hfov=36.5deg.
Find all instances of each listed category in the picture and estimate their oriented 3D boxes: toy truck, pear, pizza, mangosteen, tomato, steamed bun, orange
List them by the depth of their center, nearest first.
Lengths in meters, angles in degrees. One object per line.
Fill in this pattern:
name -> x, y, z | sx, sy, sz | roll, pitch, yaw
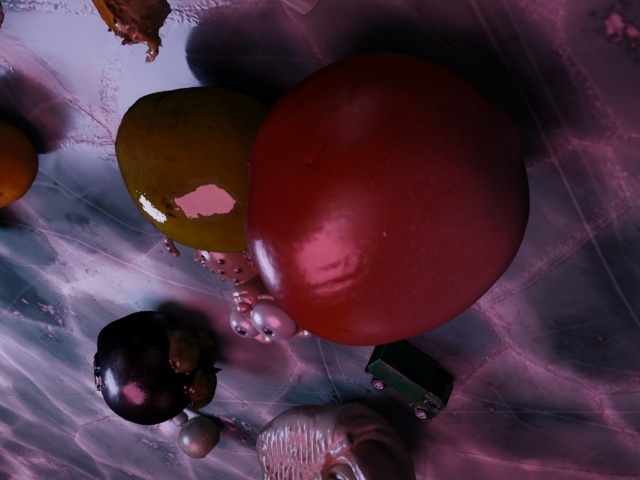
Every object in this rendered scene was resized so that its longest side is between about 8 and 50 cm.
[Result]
pizza -> -0.220, -0.288, 1.055 | 0.288, 0.075, 0.280 | 56, 172, 31
tomato -> 0.076, -0.048, 1.068 | 0.321, 0.321, 0.321 | 19, 145, 14
pear -> -0.138, -0.091, 1.244 | 0.269, 0.212, 0.212 | 27, 146, 3
orange -> -0.528, -0.125, 1.536 | 0.136, 0.159, 0.159 | 65, 151, 20
toy truck -> 0.145, 0.223, 1.578 | 0.147, 0.065, 0.079 | 36, 142, -8
steamed bun -> 0.056, 0.427, 1.760 | 0.324, 0.219, 0.310 | -36, 73, 49
mangosteen -> -0.301, 0.234, 1.793 | 0.243, 0.243, 0.243 | 19, 145, 14

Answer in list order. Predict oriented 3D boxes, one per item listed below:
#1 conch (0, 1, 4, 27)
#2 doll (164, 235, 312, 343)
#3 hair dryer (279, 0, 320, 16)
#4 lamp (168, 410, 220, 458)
conch -> -0.514, -0.341, 1.225 | 0.240, 0.186, 0.313 | -1, 124, -4
doll -> -0.121, 0.053, 1.502 | 0.278, 0.119, 0.154 | 45, 139, -15
hair dryer -> -0.066, -0.355, 0.968 | 0.298, 0.119, 0.296 | -17, 132, 31
lamp -> -0.292, 0.395, 2.103 | 0.163, 0.091, 0.091 | 46, 145, 3
